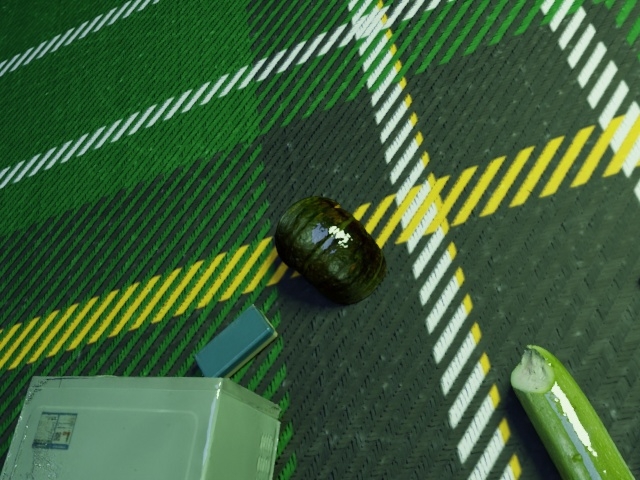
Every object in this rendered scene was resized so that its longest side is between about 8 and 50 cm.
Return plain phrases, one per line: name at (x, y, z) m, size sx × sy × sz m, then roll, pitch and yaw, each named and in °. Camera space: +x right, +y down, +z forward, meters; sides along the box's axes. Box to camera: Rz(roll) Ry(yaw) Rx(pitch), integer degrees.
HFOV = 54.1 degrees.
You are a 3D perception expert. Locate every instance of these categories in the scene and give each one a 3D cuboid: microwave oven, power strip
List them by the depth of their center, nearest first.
microwave oven at (-0.221, 0.292, 0.784) m, size 0.295 × 0.181 × 0.237 m, roll -5°, pitch 62°, yaw 23°
power strip at (-0.124, 0.154, 0.909) m, size 0.123 × 0.032 × 0.056 m, roll -41°, pitch 53°, yaw -1°

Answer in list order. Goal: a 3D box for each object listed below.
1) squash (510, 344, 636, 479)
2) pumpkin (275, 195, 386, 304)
squash at (0.274, 0.217, 0.666) m, size 0.069 × 0.069 × 0.239 m, roll -28°, pitch 55°, yaw 8°
pumpkin at (0.000, 0.000, 0.899) m, size 0.183 × 0.107 × 0.119 m, roll 37°, pitch 87°, yaw 37°
